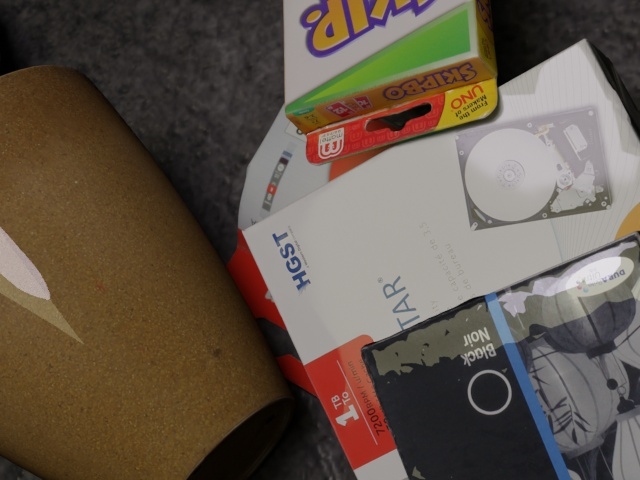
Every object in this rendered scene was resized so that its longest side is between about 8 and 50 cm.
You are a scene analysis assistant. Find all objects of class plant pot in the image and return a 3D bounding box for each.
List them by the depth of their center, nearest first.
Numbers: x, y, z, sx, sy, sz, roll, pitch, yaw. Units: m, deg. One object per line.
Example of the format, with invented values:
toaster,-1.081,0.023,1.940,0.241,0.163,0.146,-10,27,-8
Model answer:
plant pot,-0.147,0.060,0.993,0.254,0.237,0.237,43,95,18

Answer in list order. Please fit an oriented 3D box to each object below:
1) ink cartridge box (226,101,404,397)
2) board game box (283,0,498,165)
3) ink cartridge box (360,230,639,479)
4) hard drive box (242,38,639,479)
ink cartridge box,0.000,0.000,1.027,0.145,0.045,0.179,28,84,33
board game box,0.036,-0.174,0.933,0.124,0.039,0.259,-15,63,25
ink cartridge box,0.157,0.177,0.807,0.165,0.065,0.332,-25,82,16
hard drive box,0.101,0.021,0.911,0.232,0.089,0.181,-30,79,17
